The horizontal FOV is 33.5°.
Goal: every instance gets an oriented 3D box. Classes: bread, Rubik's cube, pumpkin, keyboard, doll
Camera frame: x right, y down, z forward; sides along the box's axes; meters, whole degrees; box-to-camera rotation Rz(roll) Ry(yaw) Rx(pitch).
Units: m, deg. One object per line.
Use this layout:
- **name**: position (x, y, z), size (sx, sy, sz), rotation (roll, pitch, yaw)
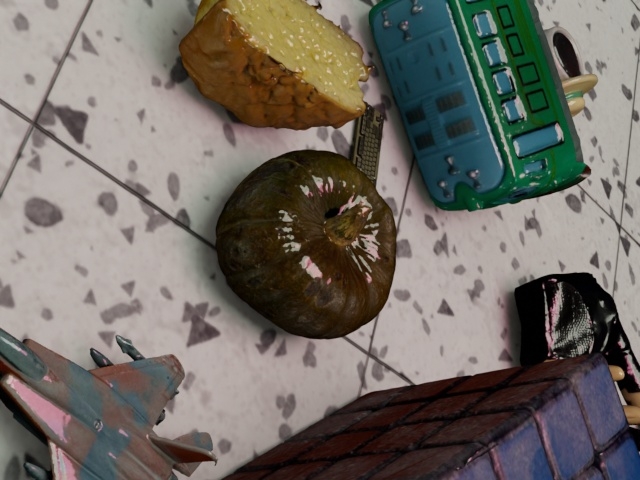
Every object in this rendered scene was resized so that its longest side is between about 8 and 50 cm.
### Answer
- **bread**: position (-0.059, -0.206, 1.194), size (0.229, 0.139, 0.143), rotation (32, 54, -35)
- **Rubik's cube**: position (0.122, 0.338, 1.055), size (0.344, 0.344, 0.337), rotation (-19, 91, -46)
- **pumpkin**: position (0.000, 0.000, 1.174), size (0.219, 0.162, 0.219), rotation (18, 62, -37)
- **keyboard**: position (0.061, -0.117, 1.376), size (0.049, 0.015, 0.129), rotation (29, 58, -37)
- **doll**: position (0.302, -0.305, 1.614), size (0.271, 0.144, 0.208), rotation (46, 28, -30)

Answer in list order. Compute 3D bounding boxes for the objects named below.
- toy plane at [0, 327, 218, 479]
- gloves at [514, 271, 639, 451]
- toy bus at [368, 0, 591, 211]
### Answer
- **toy plane**: position (-0.227, 0.149, 0.936), size (0.326, 0.104, 0.223), rotation (42, 50, -23)
- **gloves**: position (0.385, 0.185, 1.505), size (0.197, 0.152, 0.301), rotation (-2, 54, -40)
- **toy bus**: position (0.206, -0.202, 1.430), size (0.199, 0.183, 0.343), rotation (-22, 92, -44)
